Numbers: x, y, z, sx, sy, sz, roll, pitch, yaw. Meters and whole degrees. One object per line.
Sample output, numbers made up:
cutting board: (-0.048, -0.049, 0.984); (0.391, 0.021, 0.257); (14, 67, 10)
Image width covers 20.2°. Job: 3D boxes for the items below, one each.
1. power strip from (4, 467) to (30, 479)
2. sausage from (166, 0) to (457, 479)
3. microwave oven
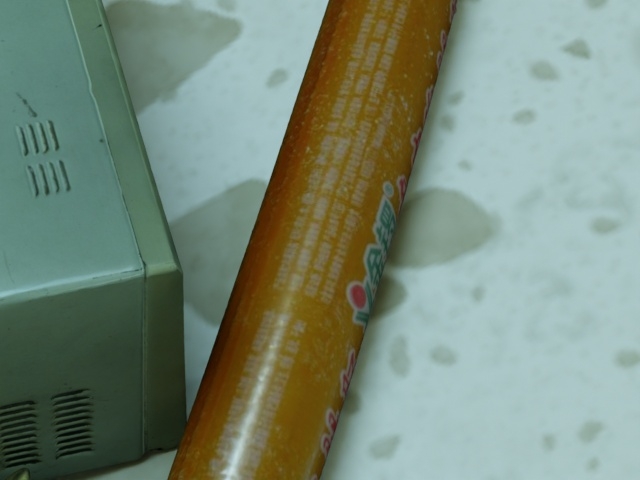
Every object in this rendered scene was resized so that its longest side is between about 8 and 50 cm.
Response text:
power strip: (-0.197, 0.199, 0.606); (0.305, 0.064, 0.044); (-45, 103, -15)
sausage: (0.000, 0.000, 0.686); (0.053, 0.053, 0.348); (9, 63, 17)
microwave oven: (-0.165, -0.033, 0.676); (0.194, 0.145, 0.240); (-13, 58, -10)
